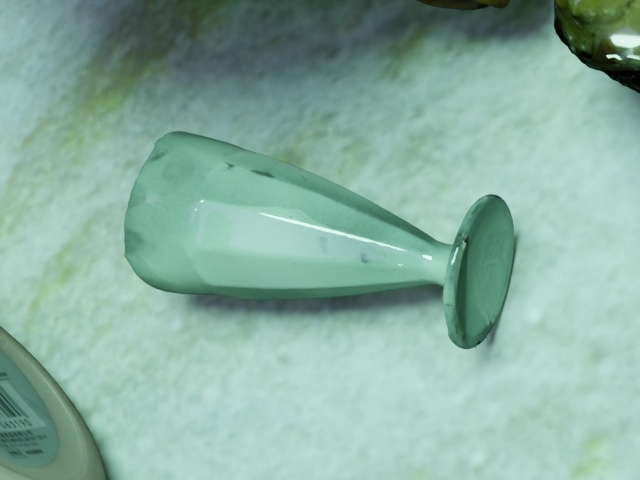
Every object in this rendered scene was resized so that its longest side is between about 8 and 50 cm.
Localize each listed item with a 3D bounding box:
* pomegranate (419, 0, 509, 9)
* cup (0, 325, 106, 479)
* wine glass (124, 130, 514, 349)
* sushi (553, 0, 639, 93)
[{"bbox_3d":[-0.046,-0.256,0.556,0.410,0.410,0.410,-5,78,26],"label":"pomegranate"},{"bbox_3d":[-0.233,0.114,0.624,0.200,0.253,0.191,-46,44,9],"label":"cup"},{"bbox_3d":[0.000,0.000,0.631,0.155,0.073,0.073,11,85,24],"label":"wine glass"},{"bbox_3d":[0.172,-0.146,0.537,0.147,0.115,0.212,26,95,22],"label":"sushi"}]
